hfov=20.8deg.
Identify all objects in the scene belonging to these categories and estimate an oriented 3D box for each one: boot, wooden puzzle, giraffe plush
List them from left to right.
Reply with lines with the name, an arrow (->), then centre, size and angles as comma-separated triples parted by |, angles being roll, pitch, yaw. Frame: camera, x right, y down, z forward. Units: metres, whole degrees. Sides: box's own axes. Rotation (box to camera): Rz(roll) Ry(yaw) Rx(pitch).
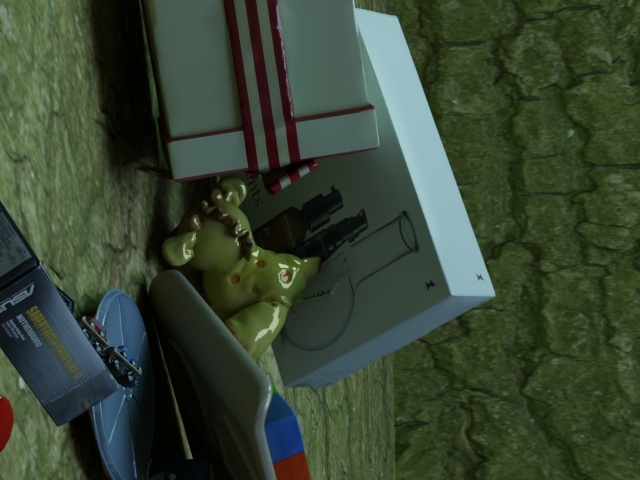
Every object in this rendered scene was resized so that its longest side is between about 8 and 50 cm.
boot -> -0.146, 0.323, 1.859 | 0.069, 0.086, 0.190 | -56, 141, -73
giraffe plush -> -0.111, 0.032, 2.008 | 0.170, 0.210, 0.181 | 50, 29, -20
wooden puzzle -> -0.079, 0.235, 1.882 | 0.322, 0.080, 0.348 | -137, -146, -56

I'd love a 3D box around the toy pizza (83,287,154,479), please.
toy pizza -> -0.207, 0.149, 1.749 | 0.201, 0.032, 0.201 | -5, 90, -80

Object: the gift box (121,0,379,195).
gift box -> -0.093, -0.186, 1.921 | 0.255, 0.276, 0.258 | -106, -173, -79

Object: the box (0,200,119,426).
box -> -0.243, 0.001, 1.244 | 0.231, 0.056, 0.183 | 51, -9, 33

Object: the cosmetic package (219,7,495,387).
cosmetic package -> 0.025, -0.047, 2.114 | 0.097, 0.284, 0.377 | 4, 61, -50

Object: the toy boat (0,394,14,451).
toy boat -> -0.304, 0.039, 1.031 | 0.267, 0.148, 0.318 | -66, 153, -27

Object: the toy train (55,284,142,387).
toy train -> -0.217, 0.089, 1.629 | 0.158, 0.027, 0.036 | 50, 29, -41
